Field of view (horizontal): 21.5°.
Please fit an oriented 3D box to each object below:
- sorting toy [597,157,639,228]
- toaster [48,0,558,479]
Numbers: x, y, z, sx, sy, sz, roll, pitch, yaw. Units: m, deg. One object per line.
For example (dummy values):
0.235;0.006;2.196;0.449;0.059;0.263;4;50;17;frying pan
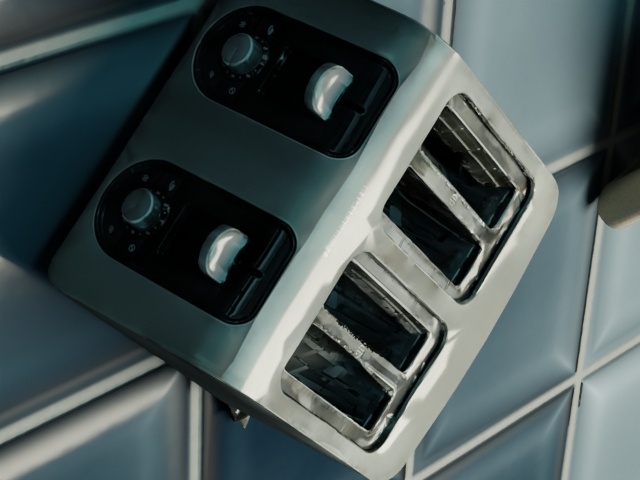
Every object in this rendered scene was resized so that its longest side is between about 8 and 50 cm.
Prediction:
0.266;-0.099;0.966;0.208;0.193;0.038;-42;97;-30;sorting toy
0.000;0.000;0.726;0.168;0.110;0.185;-57;143;-8;toaster
